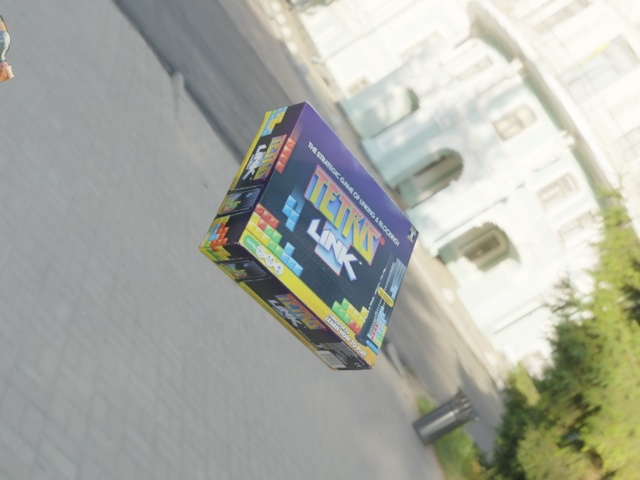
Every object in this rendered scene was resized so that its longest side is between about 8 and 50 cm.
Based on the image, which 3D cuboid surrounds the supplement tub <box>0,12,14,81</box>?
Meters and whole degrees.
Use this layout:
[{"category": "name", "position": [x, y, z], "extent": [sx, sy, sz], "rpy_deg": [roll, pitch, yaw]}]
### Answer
[{"category": "supplement tub", "position": [-0.396, -0.243, 0.897], "extent": [0.117, 0.117, 0.190], "rpy_deg": [-92, 164, -74]}]

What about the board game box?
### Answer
[{"category": "board game box", "position": [0.000, 0.000, 0.690], "extent": [0.170, 0.048, 0.141], "rpy_deg": [45, 53, -34]}]
